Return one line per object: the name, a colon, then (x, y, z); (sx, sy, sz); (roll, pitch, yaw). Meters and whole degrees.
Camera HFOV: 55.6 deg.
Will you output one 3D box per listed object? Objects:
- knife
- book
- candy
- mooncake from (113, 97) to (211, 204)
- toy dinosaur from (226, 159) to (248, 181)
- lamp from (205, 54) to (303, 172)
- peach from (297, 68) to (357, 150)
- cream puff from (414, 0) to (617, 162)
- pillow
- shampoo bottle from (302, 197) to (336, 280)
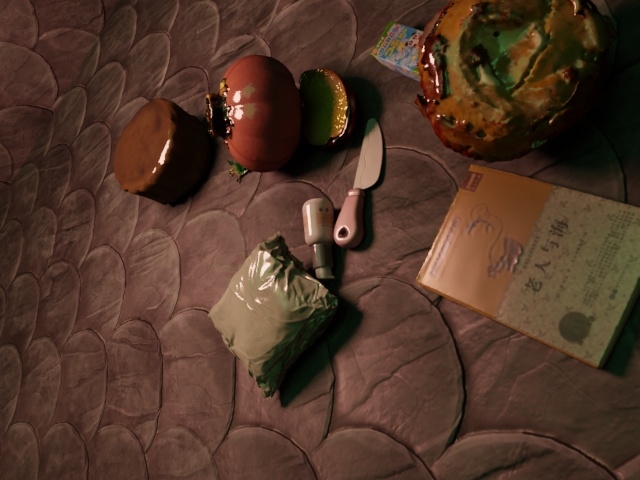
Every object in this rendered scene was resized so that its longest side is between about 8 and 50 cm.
knife: (0.099, -0.142, 1.410); (0.081, 0.043, 0.336); (3, 72, 38)
book: (0.371, 0.026, 1.077); (0.389, 0.032, 0.269); (24, 88, 46)
candy: (0.211, -0.437, 1.416); (0.097, 0.062, 0.194); (-58, 43, 8)
mooncake: (-0.501, -0.278, 1.941); (0.324, 0.187, 0.324); (-17, 63, 38)
toy dinosaur: (-0.245, -0.215, 1.787); (0.060, 0.029, 0.120); (-42, 40, 2)
lamp: (-0.176, -0.327, 1.576); (0.305, 0.239, 0.306); (175, 90, -74)
peach: (0.018, -0.338, 1.554); (0.189, 0.068, 0.279); (-48, 48, 32)
cream puff: (0.337, -0.312, 1.110); (0.350, 0.228, 0.351); (0, 91, 17)
pillow: (-0.110, 0.167, 1.405); (0.310, 0.138, 0.283); (-52, 56, 19)
shampoo bottle: (0.000, 0.000, 1.417); (0.074, 0.074, 0.192); (-17, 71, 38)
